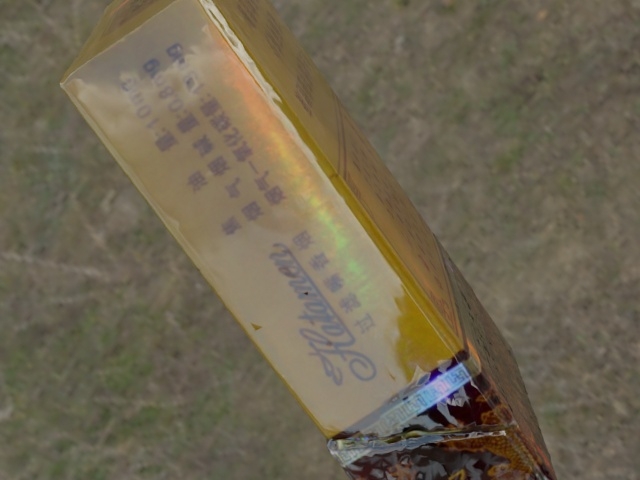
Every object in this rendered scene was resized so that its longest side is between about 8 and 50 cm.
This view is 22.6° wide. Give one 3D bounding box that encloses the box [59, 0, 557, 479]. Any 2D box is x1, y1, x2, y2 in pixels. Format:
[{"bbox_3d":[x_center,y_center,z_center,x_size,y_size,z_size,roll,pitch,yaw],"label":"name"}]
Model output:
[{"bbox_3d":[0.001,0.000,1.110,0.116,0.415,0.264,-33,16,8],"label":"box"}]
